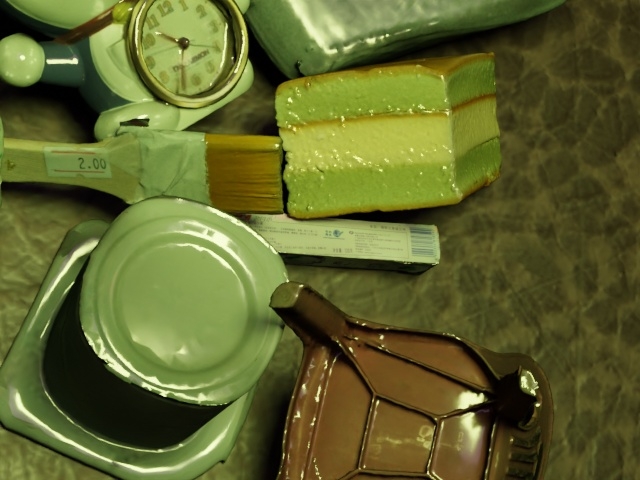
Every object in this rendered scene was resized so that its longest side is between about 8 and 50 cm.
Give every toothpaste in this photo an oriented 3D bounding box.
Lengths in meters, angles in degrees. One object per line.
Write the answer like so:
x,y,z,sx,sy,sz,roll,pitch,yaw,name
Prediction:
0.000,0.000,1.161,0.196,0.047,0.040,4,75,-16,toothpaste

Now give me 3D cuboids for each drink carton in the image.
-0.112,0.063,1.034,0.191,0.189,0.185,28,62,-9,drink carton

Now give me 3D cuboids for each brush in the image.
-0.195,-0.056,1.068,0.336,0.085,0.020,3,41,3,brush

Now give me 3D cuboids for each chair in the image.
0.069,0.145,1.035,0.183,0.326,0.176,11,82,12,chair

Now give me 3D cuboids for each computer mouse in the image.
0.077,-0.251,1.225,0.371,0.122,0.188,-20,89,-18,computer mouse

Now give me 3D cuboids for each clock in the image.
-0.173,-0.190,1.092,0.199,0.146,0.243,-35,106,-18,clock

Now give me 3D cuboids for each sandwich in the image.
0.064,-0.093,1.186,0.144,0.187,0.117,-2,101,20,sandwich

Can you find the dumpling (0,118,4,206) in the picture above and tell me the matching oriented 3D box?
-0.299,-0.011,1.036,0.108,0.152,0.219,33,94,-46,dumpling
